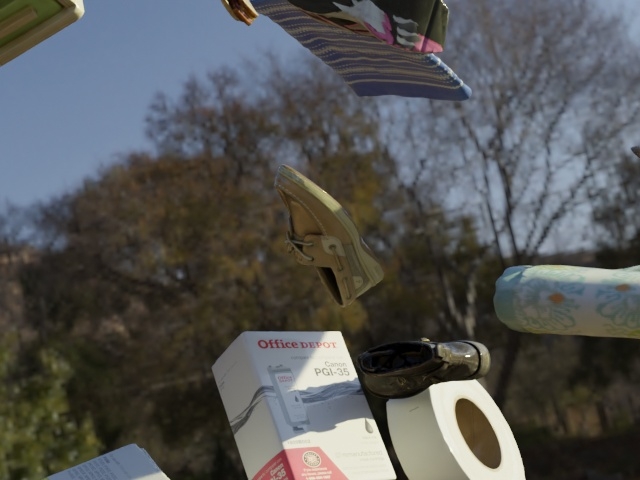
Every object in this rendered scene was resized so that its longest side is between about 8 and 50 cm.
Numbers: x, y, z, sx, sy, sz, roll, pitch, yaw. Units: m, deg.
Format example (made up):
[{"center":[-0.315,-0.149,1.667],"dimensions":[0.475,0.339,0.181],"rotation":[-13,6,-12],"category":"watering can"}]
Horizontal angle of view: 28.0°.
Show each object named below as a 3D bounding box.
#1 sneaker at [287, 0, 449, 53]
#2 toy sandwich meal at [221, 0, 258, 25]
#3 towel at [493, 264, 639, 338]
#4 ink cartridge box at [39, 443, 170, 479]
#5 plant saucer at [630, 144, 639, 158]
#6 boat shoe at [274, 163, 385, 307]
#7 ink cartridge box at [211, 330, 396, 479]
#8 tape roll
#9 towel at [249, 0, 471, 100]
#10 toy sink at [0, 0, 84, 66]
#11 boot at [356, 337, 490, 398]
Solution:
[{"center":[0.047,-0.240,1.306],"dimensions":[0.178,0.072,0.077],"rotation":[23,0,-2],"category":"sneaker"},{"center":[-0.114,-0.327,1.712],"dimensions":[0.029,0.085,0.085],"rotation":[-28,-13,12],"category":"toy sandwich meal"},{"center":[0.437,0.072,1.633],"dimensions":[0.321,0.090,0.374],"rotation":[-1,0,32],"category":"towel"},{"center":[-0.382,0.502,1.856],"dimensions":[0.385,0.279,0.160],"rotation":[-20,22,-23],"category":"ink cartridge box"},{"center":[0.427,-0.097,1.609],"dimensions":[0.015,0.083,0.083],"rotation":[-55,-26,18],"category":"plant saucer"},{"center":[0.000,0.000,1.997],"dimensions":[0.098,0.109,0.302],"rotation":[-45,-42,-8],"category":"boat shoe"},{"center":[-0.031,0.290,2.067],"dimensions":[0.207,0.283,0.117],"rotation":[3,-37,-37],"category":"ink cartridge box"},{"center":[0.242,0.362,2.282],"dimensions":[0.100,0.286,0.286],"rotation":[-33,-18,26],"category":"tape roll"},{"center":[0.065,-0.303,2.036],"dimensions":[0.243,0.040,0.336],"rotation":[11,-13,40],"category":"towel"},{"center":[-0.406,-0.330,1.671],"dimensions":[0.153,0.131,0.234],"rotation":[-26,-33,16],"category":"toy sink"},{"center":[0.130,0.200,2.100],"dimensions":[0.263,0.091,0.229],"rotation":[-18,-16,33],"category":"boot"}]
